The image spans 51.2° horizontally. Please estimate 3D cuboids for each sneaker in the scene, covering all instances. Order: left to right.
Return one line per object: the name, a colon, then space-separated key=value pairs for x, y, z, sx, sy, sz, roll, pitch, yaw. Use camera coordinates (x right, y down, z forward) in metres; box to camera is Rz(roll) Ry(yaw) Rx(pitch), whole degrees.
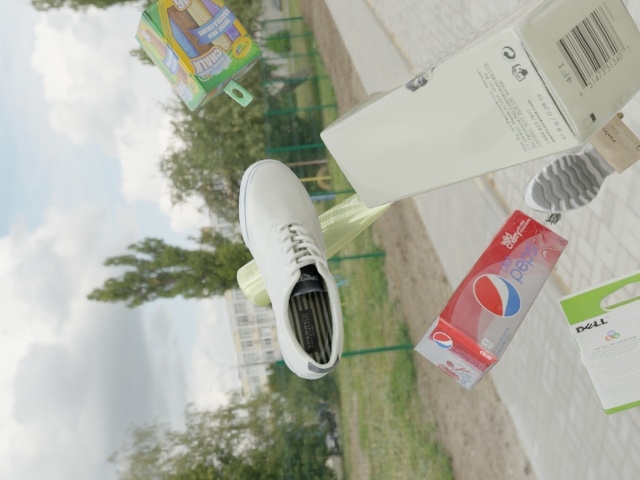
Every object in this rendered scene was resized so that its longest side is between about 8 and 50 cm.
sneaker: x=-0.023 y=0.026 z=0.751 sx=0.091 sy=0.094 sz=0.258 roll=150 pitch=103 yaw=-69
sneaker: x=0.484 y=-0.121 z=1.303 sx=0.105 sy=0.281 sz=0.115 roll=63 pitch=151 yaw=-1

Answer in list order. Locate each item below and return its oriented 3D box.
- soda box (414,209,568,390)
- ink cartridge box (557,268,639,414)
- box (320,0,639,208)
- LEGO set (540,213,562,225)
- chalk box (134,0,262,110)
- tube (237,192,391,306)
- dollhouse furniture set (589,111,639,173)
soda box: x=0.233 y=0.070 z=0.889 sx=0.263 sy=0.092 sz=0.083 roll=-45 pitch=-15 yaw=-40
ink cartridge box: x=0.454 y=0.112 z=0.954 sx=0.255 sy=0.188 sz=0.097 roll=57 pitch=-160 yaw=-29
box: x=0.118 y=-0.111 z=0.557 sx=0.094 sy=0.113 sz=0.275 roll=55 pitch=154 yaw=-11
LEGO set: x=0.478 y=-0.055 z=1.337 sx=0.023 sy=0.083 sz=0.054 roll=44 pitch=-176 yaw=39
chalk box: x=-0.199 y=-0.317 z=1.156 sx=0.213 sy=0.132 sz=0.132 roll=53 pitch=160 yaw=-9
tube: x=0.000 y=0.000 z=0.856 sx=0.062 sy=0.240 sz=0.070 roll=27 pitch=-148 yaw=-55
dollhouse furniture set: x=0.473 y=-0.269 z=0.856 sx=0.303 sy=0.355 sz=0.174 roll=45 pitch=-157 yaw=-3
